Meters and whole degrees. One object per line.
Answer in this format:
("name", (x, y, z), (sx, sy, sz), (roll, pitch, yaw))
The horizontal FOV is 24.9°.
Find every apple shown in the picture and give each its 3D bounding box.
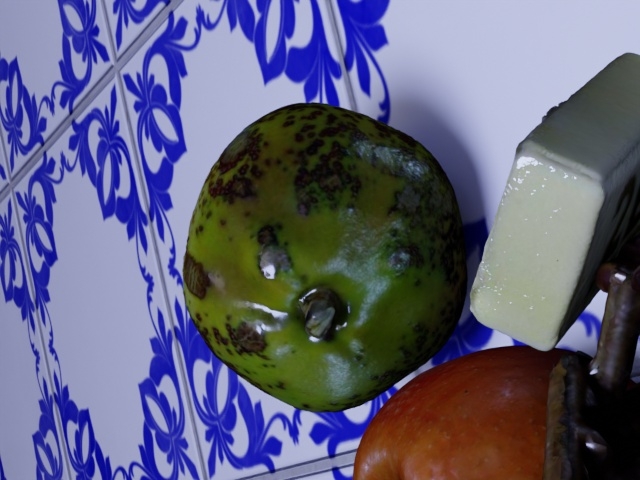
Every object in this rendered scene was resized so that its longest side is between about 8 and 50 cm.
("apple", (0.125, 0.173, 0.902), (0.218, 0.201, 0.218), (-1, 89, 64))

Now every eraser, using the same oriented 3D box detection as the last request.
("eraser", (0.153, -0.026, 0.821), (0.058, 0.172, 0.117), (24, 123, 20))

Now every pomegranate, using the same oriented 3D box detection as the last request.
("pomegranate", (-0.016, -0.005, 1.097), (0.276, 0.204, 0.222), (47, 119, 43))

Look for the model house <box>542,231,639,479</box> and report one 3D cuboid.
("model house", (0.210, 0.062, 0.631), (0.297, 0.317, 0.282), (42, 138, 33))
